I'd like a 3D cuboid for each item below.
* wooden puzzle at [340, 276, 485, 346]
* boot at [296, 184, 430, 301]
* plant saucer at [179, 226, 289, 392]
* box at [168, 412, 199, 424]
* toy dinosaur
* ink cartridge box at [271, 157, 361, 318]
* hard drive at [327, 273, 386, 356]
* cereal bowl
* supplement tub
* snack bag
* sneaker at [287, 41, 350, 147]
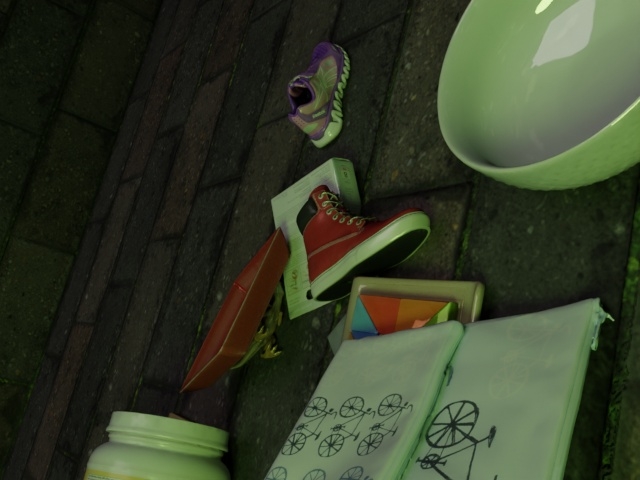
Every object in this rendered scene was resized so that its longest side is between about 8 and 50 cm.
[{"bbox_3d":[0.098,0.155,0.909,0.239,0.044,0.220,-2,71,49],"label":"wooden puzzle"},{"bbox_3d":[0.051,-0.032,1.050,0.244,0.088,0.176,-35,60,42],"label":"boot"},{"bbox_3d":[-0.144,0.135,1.228,0.258,0.048,0.259,-47,16,54],"label":"plant saucer"},{"bbox_3d":[-0.273,0.433,1.358,0.201,0.021,0.164,-2,69,57],"label":"box"},{"bbox_3d":[-0.106,0.175,1.245,0.211,0.064,0.112,-59,11,6],"label":"toy dinosaur"},{"bbox_3d":[0.000,0.000,1.206,0.189,0.066,0.232,-29,69,46],"label":"ink cartridge box"},{"bbox_3d":[0.067,0.128,1.025,0.135,0.022,0.094,-53,33,22],"label":"hard drive"},{"bbox_3d":[0.296,-0.203,0.768,0.339,0.141,0.338,-34,45,42],"label":"cereal bowl"},{"bbox_3d":[-0.280,0.465,1.136,0.241,0.241,0.331,-18,56,52],"label":"supplement tub"},{"bbox_3d":[0.102,0.184,0.709,0.343,0.037,0.323,-16,24,38],"label":"snack bag"},{"bbox_3d":[-0.011,-0.298,1.342,0.095,0.105,0.236,-30,46,47],"label":"sneaker"}]
